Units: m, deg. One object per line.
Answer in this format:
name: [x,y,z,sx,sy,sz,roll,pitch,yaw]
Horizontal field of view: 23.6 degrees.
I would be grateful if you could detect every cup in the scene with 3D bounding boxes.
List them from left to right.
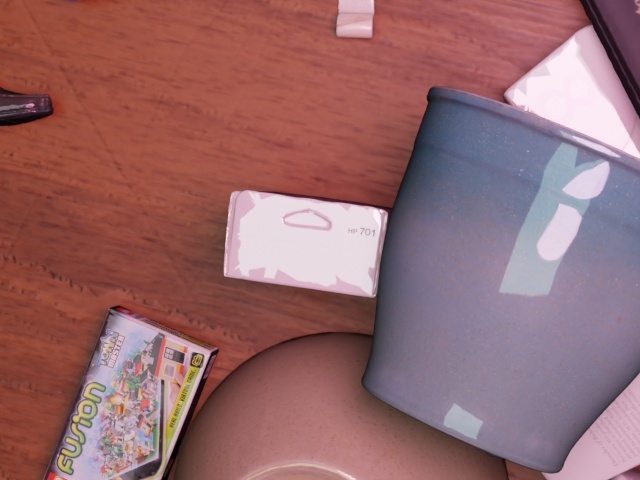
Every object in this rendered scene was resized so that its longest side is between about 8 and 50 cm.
cup: [0.001,0.260,1.393,0.331,0.237,0.331,0,93,10]

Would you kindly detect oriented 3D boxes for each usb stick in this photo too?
usb stick: [0.294,-0.173,1.369,0.077,0.045,0.278,-21,70,-3]

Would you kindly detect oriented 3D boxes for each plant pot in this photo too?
plant pot: [0.162,0.043,1.272,0.272,0.271,0.255,25,91,7]

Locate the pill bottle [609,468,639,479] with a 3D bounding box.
pill bottle: [0.251,0.383,1.383,0.188,0.188,0.334,28,96,7]

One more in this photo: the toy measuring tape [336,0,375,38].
toy measuring tape: [0.029,-0.356,1.422,0.121,0.121,0.330,2,93,9]

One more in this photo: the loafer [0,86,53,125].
loafer: [-0.347,-0.145,1.519,0.170,0.062,0.061,2,88,8]

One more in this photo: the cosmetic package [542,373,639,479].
cosmetic package: [0.295,0.130,1.355,0.231,0.117,0.085,-37,93,37]

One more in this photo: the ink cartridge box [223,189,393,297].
ink cartridge box: [0.000,0.000,1.403,0.140,0.191,0.082,8,94,9]

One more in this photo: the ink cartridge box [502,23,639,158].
ink cartridge box: [0.316,-0.134,1.417,0.232,0.066,0.189,-39,86,13]

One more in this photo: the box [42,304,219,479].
box: [-0.191,0.181,1.520,0.114,0.036,0.207,22,96,8]
